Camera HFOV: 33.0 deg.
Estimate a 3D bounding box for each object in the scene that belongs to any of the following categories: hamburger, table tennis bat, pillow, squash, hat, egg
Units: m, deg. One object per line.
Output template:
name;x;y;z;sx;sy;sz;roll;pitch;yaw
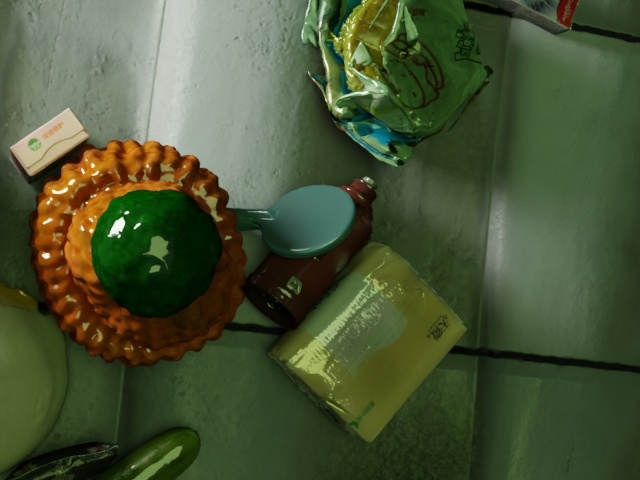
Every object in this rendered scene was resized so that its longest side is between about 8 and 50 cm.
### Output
hamburger;0.111;-0.261;1.466;0.260;0.150;0.276;-31;96;-17
table tennis bat;-0.049;-0.028;1.411;0.033;0.201;0.124;66;34;-42
pillow;-0.325;0.284;1.351;0.150;0.090;0.048;-16;94;-14
squash;-0.260;0.322;1.380;0.252;0.066;0.066;-36;98;-15
hat;-0.172;0.020;1.243;0.285;0.400;0.285;-3;96;-27
egg;-0.437;0.179;1.278;0.286;0.174;0.264;-6;94;-20

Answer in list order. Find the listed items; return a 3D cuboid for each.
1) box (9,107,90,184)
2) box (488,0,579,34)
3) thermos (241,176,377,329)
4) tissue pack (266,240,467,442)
box;-0.337;-0.115;1.341;0.089;0.125;0.043;-37;98;-16
box;0.271;-0.371;1.573;0.218;0.039;0.055;22;81;-15
thermos;0.003;0.002;1.442;0.099;0.124;0.232;43;70;-9
tissue pack;0.065;0.135;1.469;0.222;0.090;0.186;-46;103;-13
